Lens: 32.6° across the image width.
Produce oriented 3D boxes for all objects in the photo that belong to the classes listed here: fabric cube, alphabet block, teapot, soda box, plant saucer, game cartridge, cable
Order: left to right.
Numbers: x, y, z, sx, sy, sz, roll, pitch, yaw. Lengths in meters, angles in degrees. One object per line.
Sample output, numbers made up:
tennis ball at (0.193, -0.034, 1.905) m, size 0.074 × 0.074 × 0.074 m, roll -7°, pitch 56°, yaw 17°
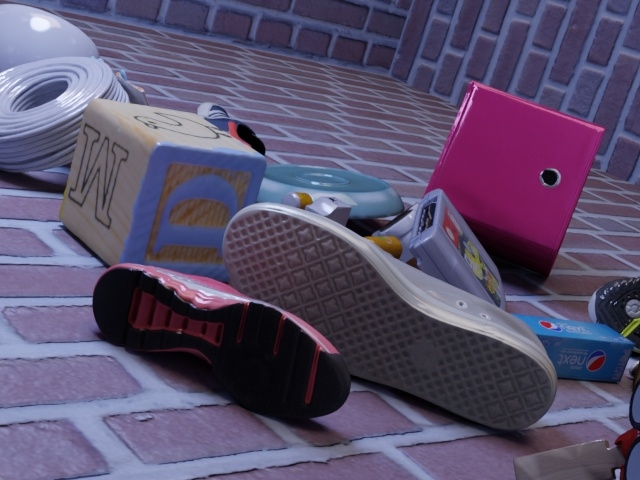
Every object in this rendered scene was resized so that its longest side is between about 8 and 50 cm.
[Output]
teapot at (-0.541, -0.299, 1.999) m, size 0.252 × 0.187 × 0.256 m, roll 30°, pitch -21°, yaw -37°
cable at (-0.437, -0.207, 1.741) m, size 0.257 × 0.089 × 0.257 m, roll -28°, pitch 37°, yaw -15°
alphabet block at (-0.221, -0.068, 1.513) m, size 0.192 × 0.193 × 0.197 m, roll 6°, pitch 19°, yaw -43°
plant saucer at (0.001, -0.097, 2.030) m, size 0.318 × 0.043 × 0.317 m, roll 7°, pitch 14°, yaw -2°
game cartridge at (0.217, 0.038, 1.700) m, size 0.196 × 0.060 × 0.294 m, roll 58°, pitch 16°, yaw -11°
fabric cube at (0.358, -0.111, 2.048) m, size 0.258 × 0.254 × 0.259 m, roll 22°, pitch -8°, yaw 12°
soda box at (0.354, 0.158, 1.601) m, size 0.210 × 0.067 × 0.071 m, roll 9°, pitch 17°, yaw -31°

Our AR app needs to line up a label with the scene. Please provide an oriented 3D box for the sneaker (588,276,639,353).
sneaker at (0.616, 0.147, 1.876) m, size 0.385 × 0.145 × 0.147 m, roll 9°, pitch -13°, yaw -21°

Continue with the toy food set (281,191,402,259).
toy food set at (0.000, 0.000, 1.667) m, size 0.232 × 0.111 × 0.104 m, roll 33°, pitch 21°, yaw 36°

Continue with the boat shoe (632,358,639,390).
boat shoe at (0.501, 0.212, 1.520) m, size 0.096 × 0.098 × 0.277 m, roll 19°, pitch 14°, yaw 8°

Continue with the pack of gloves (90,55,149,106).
pack of gloves at (-0.311, -0.212, 1.887) m, size 0.046 × 0.232 × 0.195 m, roll -38°, pitch 49°, yaw -22°

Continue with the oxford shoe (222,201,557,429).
oxford shoe at (0.083, 0.090, 1.361) m, size 0.449 × 0.169 × 0.130 m, roll 27°, pitch 19°, yaw 4°

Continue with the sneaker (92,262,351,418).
sneaker at (-0.096, 0.094, 1.234) m, size 0.314 × 0.116 × 0.136 m, roll 23°, pitch 15°, yaw 17°

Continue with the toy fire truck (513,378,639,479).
toy fire truck at (0.296, 0.256, 1.057) m, size 0.159 × 0.217 × 0.246 m, roll 16°, pitch -26°, yaw -5°

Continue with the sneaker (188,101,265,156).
sneaker at (-0.175, -0.172, 2.018) m, size 0.148 × 0.131 × 0.350 m, roll 16°, pitch 13°, yaw -3°

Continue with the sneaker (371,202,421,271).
sneaker at (0.160, 0.011, 1.899) m, size 0.123 × 0.106 × 0.290 m, roll 53°, pitch 8°, yaw -2°

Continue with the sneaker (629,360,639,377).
sneaker at (0.515, 0.207, 1.676) m, size 0.083 × 0.032 × 0.037 m, roll 12°, pitch 16°, yaw -19°
